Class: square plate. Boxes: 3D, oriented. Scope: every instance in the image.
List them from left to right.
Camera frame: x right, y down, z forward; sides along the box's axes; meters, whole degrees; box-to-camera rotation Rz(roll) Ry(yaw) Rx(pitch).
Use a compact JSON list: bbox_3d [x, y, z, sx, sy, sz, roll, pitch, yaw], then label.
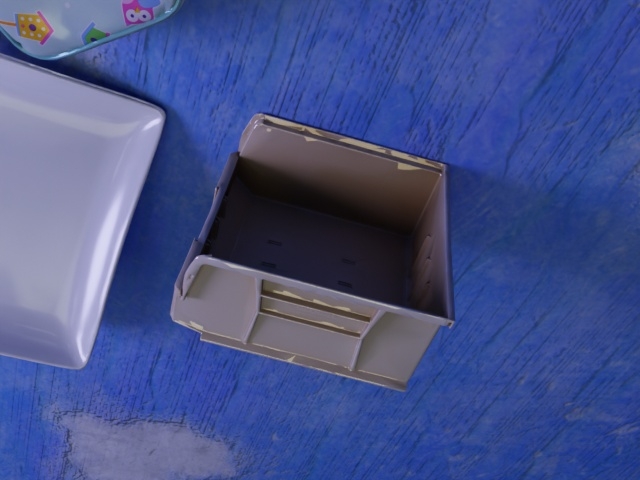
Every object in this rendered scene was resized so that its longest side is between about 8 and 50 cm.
[{"bbox_3d":[-0.397,-0.046,0.781,0.344,0.049,0.347,17,97,-21],"label":"square plate"}]

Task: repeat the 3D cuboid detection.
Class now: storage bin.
[{"bbox_3d":[0.000,0.000,0.743,0.261,0.262,0.123,15,131,-4],"label":"storage bin"}]

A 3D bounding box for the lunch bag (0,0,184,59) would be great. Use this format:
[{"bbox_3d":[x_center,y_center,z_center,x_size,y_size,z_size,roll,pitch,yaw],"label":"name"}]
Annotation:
[{"bbox_3d":[-0.241,-0.319,0.625,0.224,0.107,0.279,-15,125,16],"label":"lunch bag"}]
